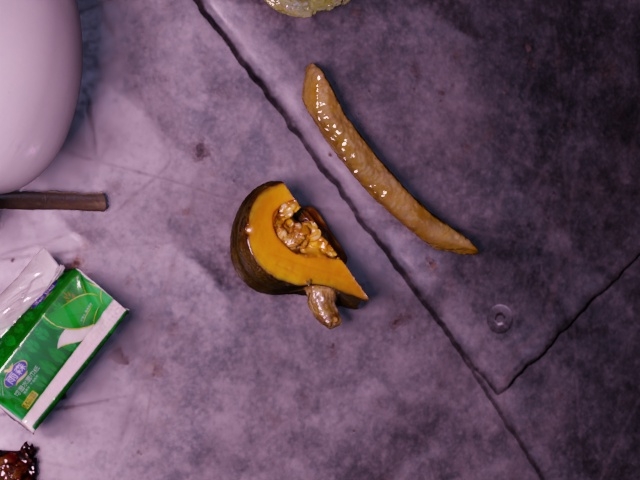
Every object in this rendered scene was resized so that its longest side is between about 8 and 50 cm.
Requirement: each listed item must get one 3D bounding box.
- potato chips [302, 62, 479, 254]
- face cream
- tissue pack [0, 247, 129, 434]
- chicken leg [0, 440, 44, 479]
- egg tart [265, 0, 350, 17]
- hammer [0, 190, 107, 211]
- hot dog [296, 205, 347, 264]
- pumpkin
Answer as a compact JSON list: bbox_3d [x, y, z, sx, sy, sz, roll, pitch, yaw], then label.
[{"bbox_3d":[0.098,-0.100,2.002,0.080,0.057,0.407,-46,104,-12],"label":"potato chips"},{"bbox_3d":[-0.464,-0.184,1.598,0.312,0.219,0.357,22,84,-23],"label":"face cream"},{"bbox_3d":[-0.391,0.132,1.764,0.156,0.148,0.209,42,76,-16],"label":"tissue pack"},{"bbox_3d":[-0.473,0.318,1.776,0.234,0.063,0.105,14,79,-19],"label":"chicken leg"},{"bbox_3d":[-0.035,-0.427,1.944,0.197,0.078,0.197,1,87,-22],"label":"egg tart"},{"bbox_3d":[-0.443,-0.056,1.795,0.297,0.027,0.125,-2,117,-26],"label":"hammer"},{"bbox_3d":[0.000,0.000,1.974,0.122,0.037,0.049,58,31,-13],"label":"hot dog"},{"bbox_3d":[-0.047,0.042,1.911,0.126,0.131,0.248,-44,99,-24],"label":"pumpkin"}]
